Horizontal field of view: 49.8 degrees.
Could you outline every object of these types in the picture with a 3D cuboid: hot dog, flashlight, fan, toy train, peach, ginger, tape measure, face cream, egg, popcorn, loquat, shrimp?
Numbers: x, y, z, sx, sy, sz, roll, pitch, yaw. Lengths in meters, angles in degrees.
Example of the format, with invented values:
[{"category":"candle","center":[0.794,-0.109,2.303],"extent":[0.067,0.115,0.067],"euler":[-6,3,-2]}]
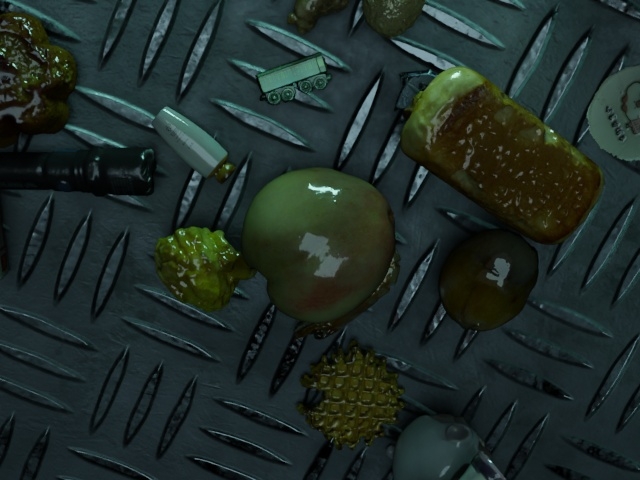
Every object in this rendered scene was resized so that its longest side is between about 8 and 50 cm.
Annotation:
[{"category":"hot dog","center":[0.314,-0.162,1.273],"extent":[0.405,0.223,0.185],"euler":[30,100,-22]},{"category":"flashlight","center":[-0.536,-0.135,1.346],"extent":[0.423,0.103,0.103],"euler":[0,105,0]},{"category":"fan","center":[0.687,-0.284,1.357],"extent":[0.329,0.009,0.191],"euler":[-29,102,10]},{"category":"toy train","center":[-0.053,-0.309,1.333],"extent":[0.147,0.038,0.071],"euler":[-18,101,5]},{"category":"peach","center":[0.001,0.001,1.292],"extent":[0.292,0.247,0.293],"euler":[-4,77,17]},{"category":"ginger","center":[0.010,-0.489,1.268],"extent":[0.137,0.074,0.214],"euler":[6,101,8]},{"category":"tape measure","center":[0.194,-0.287,1.332],"extent":[0.094,0.054,0.091],"euler":[7,111,0]},{"category":"face cream","center":[-0.248,-0.186,1.357],"extent":[0.182,0.051,0.072],"euler":[41,100,-9]},{"category":"egg","center":[0.134,-0.443,1.258],"extent":[0.116,0.118,0.140],"euler":[17,92,-3]},{"category":"popcorn","center":[-0.234,0.048,1.358],"extent":[0.197,0.197,0.156],"euler":[37,86,-9]},{"category":"loquat","center":[0.330,0.075,1.362],"extent":[0.179,0.179,0.228],"euler":[17,122,-5]},{"category":"shrimp","center":[0.039,0.103,1.435],"extent":[0.154,0.062,0.294],"euler":[43,98,2]}]

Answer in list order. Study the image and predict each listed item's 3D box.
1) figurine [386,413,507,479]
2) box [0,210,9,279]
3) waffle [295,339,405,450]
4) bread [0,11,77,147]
[{"category":"figurine","center":[0.258,0.482,1.382],"extent":[0.210,0.361,0.253],"euler":[10,100,-2]},{"category":"box","center":[-0.688,-0.002,1.361],"extent":[0.099,0.133,0.182],"euler":[-1,103,-1]},{"category":"waffle","center":[0.067,0.345,1.501],"extent":[0.228,0.051,0.232],"euler":[-40,102,7]},{"category":"bread","center":[-0.575,-0.309,1.281],"extent":[0.232,0.135,0.247],"euler":[-17,100,-8]}]
